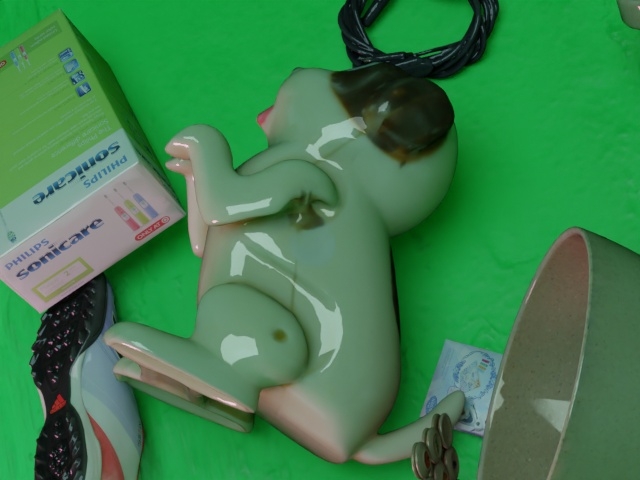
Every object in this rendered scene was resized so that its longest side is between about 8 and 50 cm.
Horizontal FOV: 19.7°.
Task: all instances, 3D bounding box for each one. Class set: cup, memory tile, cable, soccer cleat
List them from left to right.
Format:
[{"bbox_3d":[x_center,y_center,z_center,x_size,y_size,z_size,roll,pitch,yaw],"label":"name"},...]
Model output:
[{"bbox_3d":[-0.249,0.177,2.040,0.108,0.116,0.318,-32,45,30],"label":"soccer cleat"},{"bbox_3d":[0.114,-0.253,2.097,0.184,0.047,0.151,-16,62,15],"label":"cable"},{"bbox_3d":[0.125,0.256,1.846,0.012,0.113,0.148,-9,103,22],"label":"memory tile"},{"bbox_3d":[0.310,0.175,1.755,0.237,0.331,0.331,15,75,-5],"label":"cup"}]

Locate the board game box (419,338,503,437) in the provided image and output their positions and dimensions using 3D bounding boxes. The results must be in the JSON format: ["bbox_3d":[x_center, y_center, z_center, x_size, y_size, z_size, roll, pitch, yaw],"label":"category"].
[{"bbox_3d":[0.161,0.158,1.944,0.090,0.020,0.090,15,77,23],"label":"board game box"}]

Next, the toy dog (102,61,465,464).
[{"bbox_3d":[0.000,0.000,1.913,0.395,0.284,0.408,20,77,11],"label":"toy dog"}]

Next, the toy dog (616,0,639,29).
[{"bbox_3d":[0.478,-0.238,1.909,0.333,0.220,0.161,10,43,13],"label":"toy dog"}]

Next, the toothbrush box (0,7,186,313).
[{"bbox_3d":[-0.309,-0.094,2.100,0.206,0.122,0.283,-34,50,4],"label":"toothbrush box"}]
